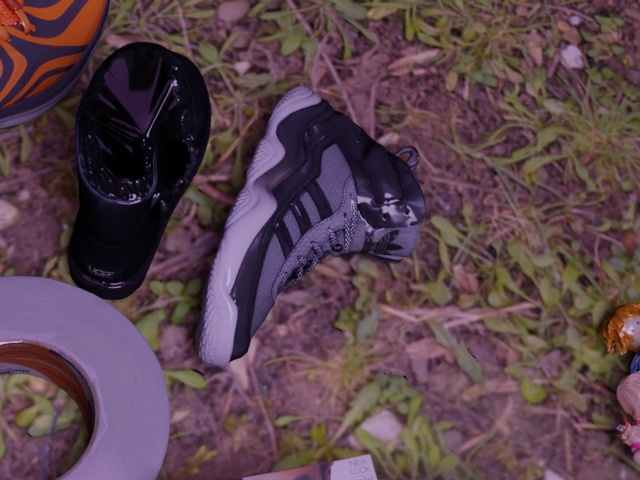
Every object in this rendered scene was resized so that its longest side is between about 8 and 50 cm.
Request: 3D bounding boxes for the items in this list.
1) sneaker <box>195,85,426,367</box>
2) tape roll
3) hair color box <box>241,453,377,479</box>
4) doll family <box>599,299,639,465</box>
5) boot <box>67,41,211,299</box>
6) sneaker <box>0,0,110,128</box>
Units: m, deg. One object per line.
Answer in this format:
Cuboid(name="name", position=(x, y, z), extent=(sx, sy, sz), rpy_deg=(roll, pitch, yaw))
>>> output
Cuboid(name="sneaker", position=(0.000, 0.000, 1.048), extent=(0.153, 0.101, 0.268), rpy_deg=(21, 59, -2))
Cuboid(name="tape roll", position=(-0.224, 0.139, 0.939), extent=(0.219, 0.072, 0.219), rpy_deg=(7, 63, -13))
Cuboid(name="hair color box", position=(0.006, 0.233, 0.830), extent=(0.093, 0.053, 0.167), rpy_deg=(-8, 65, -17))
Cuboid(name="doll family", position=(0.336, 0.091, 1.107), extent=(0.163, 0.118, 0.263), rpy_deg=(39, 79, -1))
Cuboid(name="boot", position=(-0.133, -0.094, 1.000), extent=(0.094, 0.207, 0.246), rpy_deg=(18, 61, -6))
Cuboid(name="sneaker", position=(-0.285, -0.162, 1.007), extent=(0.124, 0.180, 0.321), rpy_deg=(42, 62, 7))
